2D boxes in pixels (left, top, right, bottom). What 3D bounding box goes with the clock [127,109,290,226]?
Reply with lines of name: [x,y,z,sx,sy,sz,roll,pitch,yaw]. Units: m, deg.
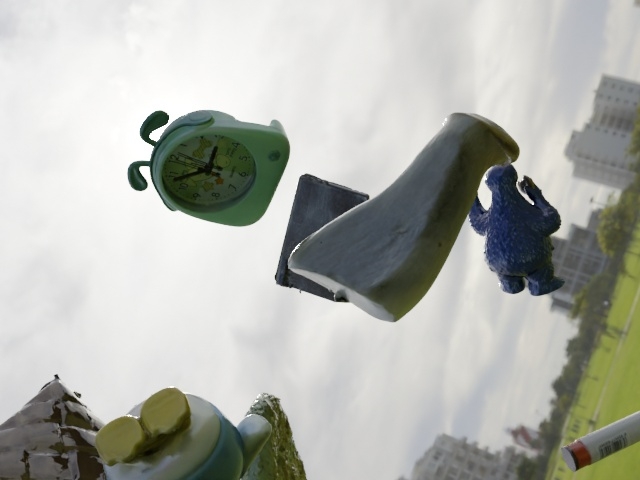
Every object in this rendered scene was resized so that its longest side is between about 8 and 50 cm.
clock: [-0.140,-0.099,0.954,0.148,0.189,0.060,-61,30,31]

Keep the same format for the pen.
pen: [0.335,0.164,0.733,0.239,0.028,0.028,-18,-43,-16]

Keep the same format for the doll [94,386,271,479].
doll: [-0.097,0.210,0.630,0.135,0.099,0.241,-53,-48,-36]

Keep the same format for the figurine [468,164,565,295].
figurine: [0.345,-0.019,1.374,0.121,0.164,0.262,-37,-78,-54]

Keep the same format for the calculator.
calculator: [0.000,0.000,1.632,0.021,0.161,0.261,-47,-25,-67]

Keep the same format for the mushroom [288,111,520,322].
mushroom: [0.120,-0.043,0.978,0.328,0.159,0.122,-50,10,-13]

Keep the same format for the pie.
pie: [-0.052,0.335,0.917,0.323,0.071,0.323,-12,-90,-88]

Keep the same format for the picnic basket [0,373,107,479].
picnic basket: [-0.248,0.350,0.734,0.293,0.337,0.337,-57,-12,29]
